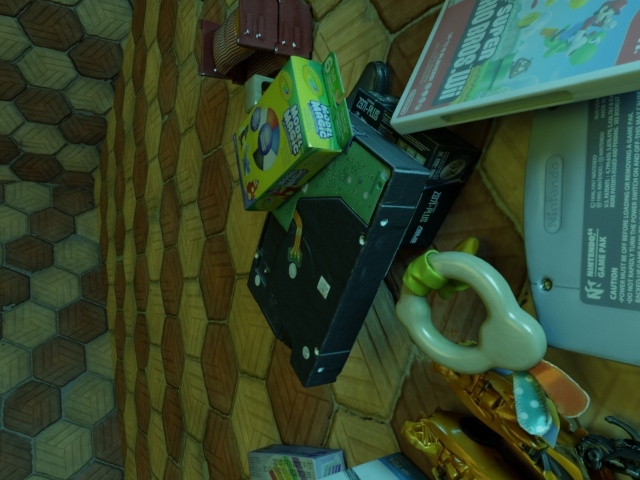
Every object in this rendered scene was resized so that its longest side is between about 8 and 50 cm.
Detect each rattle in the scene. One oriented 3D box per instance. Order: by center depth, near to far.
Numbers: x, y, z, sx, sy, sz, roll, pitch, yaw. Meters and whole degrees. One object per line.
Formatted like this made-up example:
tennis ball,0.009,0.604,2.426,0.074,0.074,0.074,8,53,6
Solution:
rattle,0.188,0.086,0.493,0.200,0.143,0.130,30,105,33

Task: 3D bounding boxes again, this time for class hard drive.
hard drive,0.000,0.000,0.667,0.237,0.064,0.338,50,131,45

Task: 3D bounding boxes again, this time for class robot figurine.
robot figurine,0.210,0.244,0.465,0.291,0.085,0.211,42,123,48

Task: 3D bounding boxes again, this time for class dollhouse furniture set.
dollhouse furniture set,-0.131,-0.265,0.924,0.201,0.152,0.373,-5,85,56

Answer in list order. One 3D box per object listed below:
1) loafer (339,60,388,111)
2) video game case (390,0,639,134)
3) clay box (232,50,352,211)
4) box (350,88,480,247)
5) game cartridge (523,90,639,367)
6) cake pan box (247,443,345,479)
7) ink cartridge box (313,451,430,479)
loafer,0.052,-0.194,0.735,0.062,0.061,0.170,48,126,46
video game case,0.207,-0.211,0.466,0.285,0.025,0.204,5,66,55
clay box,-0.046,-0.138,0.632,0.222,0.053,0.127,-34,62,53
box,0.099,-0.099,0.646,0.180,0.078,0.147,52,131,44
game cartridge,0.276,-0.042,0.410,0.198,0.062,0.297,4,92,60
cake pan box,-0.031,0.492,0.828,0.267,0.070,0.245,-27,69,52
ink cartridge box,0.043,0.372,0.611,0.082,0.191,0.139,31,114,52
